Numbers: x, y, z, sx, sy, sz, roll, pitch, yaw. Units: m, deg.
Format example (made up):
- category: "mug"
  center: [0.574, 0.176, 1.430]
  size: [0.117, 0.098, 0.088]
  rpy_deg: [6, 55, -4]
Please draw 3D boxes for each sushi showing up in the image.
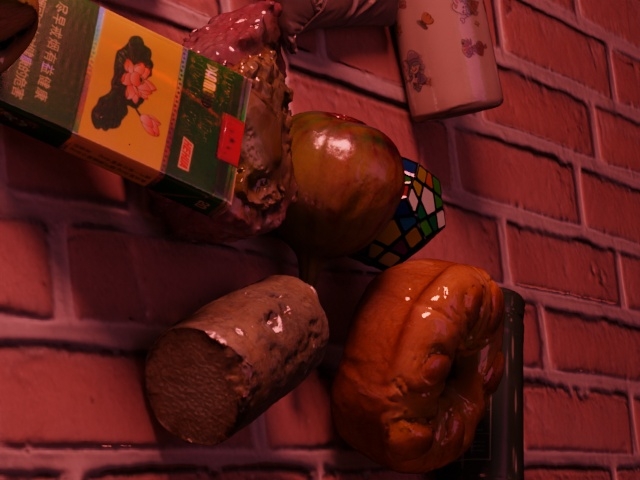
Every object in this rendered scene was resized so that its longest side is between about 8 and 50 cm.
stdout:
- category: "sushi"
  center: [-0.078, -0.097, 1.675]
  size: [0.161, 0.107, 0.241]
  rpy_deg: [66, 31, -28]

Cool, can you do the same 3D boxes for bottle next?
- category: "bottle"
  center: [0.133, -0.256, 2.091]
  size: [0.110, 0.110, 0.233]
  rpy_deg: [-12, 90, -61]

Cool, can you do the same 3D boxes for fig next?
- category: "fig"
  center: [0.000, 0.000, 1.772]
  size: [0.149, 0.149, 0.245]
  rpy_deg: [-1, 102, -60]

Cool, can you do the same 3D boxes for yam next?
- category: "yam"
  center: [-0.066, 0.098, 1.626]
  size: [0.194, 0.107, 0.107]
  rpy_deg: [-30, 107, -60]

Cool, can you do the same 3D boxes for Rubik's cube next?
- category: "Rubik's cube"
  center: [0.062, -0.030, 1.885]
  size: [0.112, 0.133, 0.133]
  rpy_deg: [86, 14, -53]

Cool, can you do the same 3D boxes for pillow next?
- category: "pillow"
  center: [0.015, -0.293, 1.948]
  size: [0.255, 0.059, 0.169]
  rpy_deg: [-22, 97, -59]

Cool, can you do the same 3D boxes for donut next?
- category: "donut"
  center: [0.103, 0.124, 1.848]
  size: [0.226, 0.114, 0.226]
  rpy_deg: [-35, 133, -50]

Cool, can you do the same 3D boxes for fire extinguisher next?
- category: "fire extinguisher"
  center: [0.174, 0.212, 2.021]
  size: [0.095, 0.114, 0.311]
  rpy_deg: [8, 64, -12]

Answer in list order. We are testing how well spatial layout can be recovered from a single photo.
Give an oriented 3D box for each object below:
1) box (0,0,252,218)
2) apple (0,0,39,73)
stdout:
- category: "box"
  center: [-0.168, -0.120, 1.501]
  size: [0.235, 0.034, 0.132]
  rpy_deg: [24, 56, -26]
- category: "apple"
  center: [-0.301, -0.217, 1.314]
  size: [0.265, 0.120, 0.193]
  rpy_deg: [-7, 73, -60]
